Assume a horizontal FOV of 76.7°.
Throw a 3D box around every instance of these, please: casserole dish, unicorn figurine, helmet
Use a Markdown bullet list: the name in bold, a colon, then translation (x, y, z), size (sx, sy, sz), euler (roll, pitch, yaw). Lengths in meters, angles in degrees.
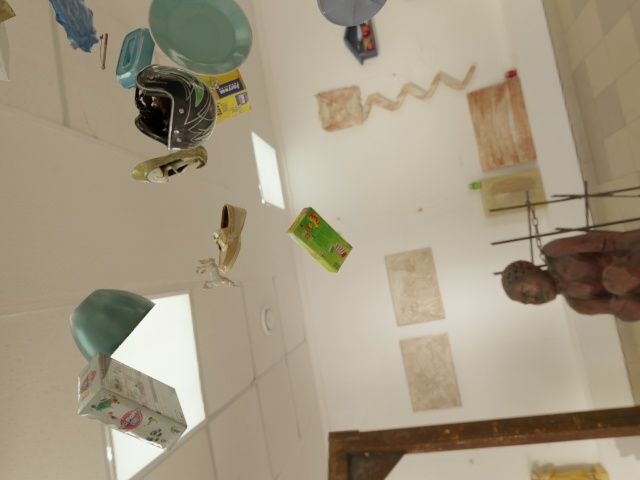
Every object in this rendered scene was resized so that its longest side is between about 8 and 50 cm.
- **casserole dish**: translation (-0.504, -0.499, 1.095), size (0.037, 0.114, 0.188), euler (26, -115, -56)
- **unicorn figurine**: translation (-0.397, 0.139, 1.529), size (0.060, 0.111, 0.162), euler (-92, -20, -70)
- **helmet**: translation (-0.297, -0.273, 0.850), size (0.169, 0.161, 0.169), euler (-60, 1, 2)

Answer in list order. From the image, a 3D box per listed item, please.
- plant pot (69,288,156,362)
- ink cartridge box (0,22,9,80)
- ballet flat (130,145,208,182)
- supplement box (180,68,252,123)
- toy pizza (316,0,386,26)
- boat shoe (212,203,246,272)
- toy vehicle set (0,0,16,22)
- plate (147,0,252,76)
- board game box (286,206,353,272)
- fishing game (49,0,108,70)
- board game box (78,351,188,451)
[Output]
- **plant pot**: translation (-0.774, 0.288, 1.464), size (0.195, 0.290, 0.290), euler (41, -159, -10)
- **ink cartridge box**: translation (-0.887, -0.496, 0.997), size (0.127, 0.176, 0.128), euler (-35, 62, 56)
- **ballet flat**: translation (-0.665, -0.321, 1.795), size (0.123, 0.348, 0.123), euler (157, 90, -83)
- **supplement box**: translation (-0.425, -0.656, 1.538), size (0.194, 0.195, 0.357), euler (122, 125, -84)
- **toy pizza**: translation (0.086, -0.650, 1.048), size (0.201, 0.201, 0.032), euler (54, -159, -66)
- **boat shoe**: translation (-0.214, -0.009, 0.912), size (0.059, 0.063, 0.170), euler (26, -129, -31)
- **toy vehicle set**: translation (-0.723, -0.383, 0.756), size (0.267, 0.166, 0.035), euler (-90, -15, -48)
- **plate**: translation (-0.222, -0.392, 0.758), size (0.024, 0.188, 0.188), euler (158, 104, -66)
- **board game box**: translation (0.000, 0.000, 1.135), size (0.181, 0.043, 0.092), euler (43, -112, -24)
- **fishing game**: translation (-0.629, -0.568, 1.021), size (0.264, 0.041, 0.189), euler (71, -171, -69)
- **board game box**: translation (-0.577, 0.493, 1.249), size (0.303, 0.097, 0.224), euler (45, 169, -31)
